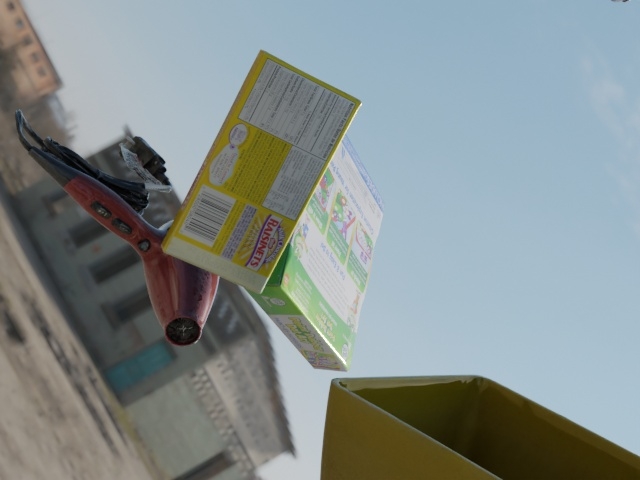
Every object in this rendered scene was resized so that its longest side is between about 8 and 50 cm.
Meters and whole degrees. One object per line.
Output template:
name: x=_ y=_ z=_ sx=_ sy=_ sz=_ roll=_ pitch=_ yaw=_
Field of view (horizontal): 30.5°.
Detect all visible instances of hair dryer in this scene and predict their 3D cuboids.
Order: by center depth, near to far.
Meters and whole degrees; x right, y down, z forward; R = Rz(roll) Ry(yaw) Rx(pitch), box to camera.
hair dryer: x=-0.198 y=-0.004 z=1.214 sx=0.293 sy=0.080 sz=0.223 roll=52 pitch=24 yaw=25

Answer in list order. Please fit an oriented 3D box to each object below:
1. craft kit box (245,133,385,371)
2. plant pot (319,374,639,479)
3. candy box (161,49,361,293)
craft kit box: x=0.000 y=0.000 z=1.430 sx=0.250 sy=0.061 sz=0.247 roll=56 pitch=39 yaw=-55
plant pot: x=0.120 y=0.234 z=0.924 sx=0.212 sy=0.212 sz=0.187 roll=25 pitch=-78 yaw=41
candy box: x=-0.055 y=-0.061 z=1.084 sx=0.105 sy=0.206 sz=0.027 roll=25 pitch=9 yaw=-22
